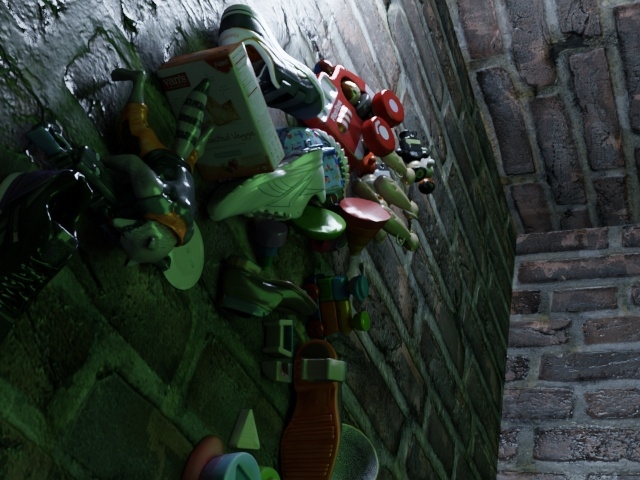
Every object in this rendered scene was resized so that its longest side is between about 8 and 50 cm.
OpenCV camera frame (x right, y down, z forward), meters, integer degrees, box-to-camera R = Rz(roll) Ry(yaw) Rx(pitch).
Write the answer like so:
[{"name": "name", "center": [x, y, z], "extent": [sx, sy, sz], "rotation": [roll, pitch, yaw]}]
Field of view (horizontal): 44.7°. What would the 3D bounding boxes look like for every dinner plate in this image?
[{"name": "dinner plate", "center": [-0.243, 0.017, 1.389], "extent": [0.141, 0.017, 0.141], "rotation": [-4, 90, -65]}]

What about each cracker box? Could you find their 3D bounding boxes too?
[{"name": "cracker box", "center": [-0.178, -0.228, 1.413], "extent": [0.067, 0.155, 0.232], "rotation": [-60, 137, -50]}]

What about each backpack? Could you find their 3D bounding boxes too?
[{"name": "backpack", "center": [-0.041, -0.175, 1.715], "extent": [0.158, 0.117, 0.173], "rotation": [-8, 85, -42]}]

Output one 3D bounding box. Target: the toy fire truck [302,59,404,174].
[{"name": "toy fire truck", "center": [0.064, -0.330, 1.977], "extent": [0.254, 0.169, 0.302], "rotation": [47, 40, -25]}]

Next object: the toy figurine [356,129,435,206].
[{"name": "toy figurine", "center": [0.213, -0.189, 2.179], "extent": [0.209, 0.213, 0.148], "rotation": [40, 37, -63]}]

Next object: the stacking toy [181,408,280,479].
[{"name": "stacking toy", "center": [-0.112, 0.483, 1.431], "extent": [0.279, 0.130, 0.309], "rotation": [-49, 129, -57]}]

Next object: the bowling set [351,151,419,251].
[{"name": "bowling set", "center": [0.145, -0.080, 1.992], "extent": [0.154, 0.200, 0.287], "rotation": [40, 42, -29]}]

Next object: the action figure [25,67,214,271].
[{"name": "action figure", "center": [-0.268, -0.119, 1.186], "extent": [0.341, 0.178, 0.330], "rotation": [51, 31, -53]}]

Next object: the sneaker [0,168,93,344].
[{"name": "sneaker", "center": [-0.375, 0.021, 0.972], "extent": [0.107, 0.124, 0.283], "rotation": [52, 40, -48]}]

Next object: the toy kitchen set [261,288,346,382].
[{"name": "toy kitchen set", "center": [-0.022, 0.195, 1.642], "extent": [0.122, 0.166, 0.207], "rotation": [27, 61, -61]}]

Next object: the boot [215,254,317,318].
[{"name": "boot", "center": [-0.109, 0.124, 1.534], "extent": [0.219, 0.082, 0.106], "rotation": [31, 64, -23]}]

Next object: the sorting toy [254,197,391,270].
[{"name": "sorting toy", "center": [0.000, 0.000, 1.726], "extent": [0.365, 0.127, 0.126], "rotation": [-13, 127, -41]}]

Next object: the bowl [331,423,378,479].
[{"name": "bowl", "center": [0.040, 0.512, 1.776], "extent": [0.080, 0.170, 0.170], "rotation": [-59, -176, 42]}]

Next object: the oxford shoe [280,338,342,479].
[{"name": "oxford shoe", "center": [0.002, 0.407, 1.702], "extent": [0.133, 0.130, 0.364], "rotation": [57, 36, -55]}]

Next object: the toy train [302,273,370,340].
[{"name": "toy train", "center": [0.052, 0.200, 1.826], "extent": [0.105, 0.143, 0.248], "rotation": [-15, 98, -64]}]

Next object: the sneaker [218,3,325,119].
[{"name": "sneaker", "center": [-0.107, -0.335, 1.631], "extent": [0.321, 0.126, 0.127], "rotation": [42, 42, -41]}]

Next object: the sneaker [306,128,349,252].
[{"name": "sneaker", "center": [0.007, -0.117, 1.839], "extent": [0.112, 0.120, 0.299], "rotation": [-26, 104, -42]}]

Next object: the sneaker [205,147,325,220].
[{"name": "sneaker", "center": [-0.091, -0.090, 1.530], "extent": [0.297, 0.111, 0.129], "rotation": [-25, 104, -36]}]
